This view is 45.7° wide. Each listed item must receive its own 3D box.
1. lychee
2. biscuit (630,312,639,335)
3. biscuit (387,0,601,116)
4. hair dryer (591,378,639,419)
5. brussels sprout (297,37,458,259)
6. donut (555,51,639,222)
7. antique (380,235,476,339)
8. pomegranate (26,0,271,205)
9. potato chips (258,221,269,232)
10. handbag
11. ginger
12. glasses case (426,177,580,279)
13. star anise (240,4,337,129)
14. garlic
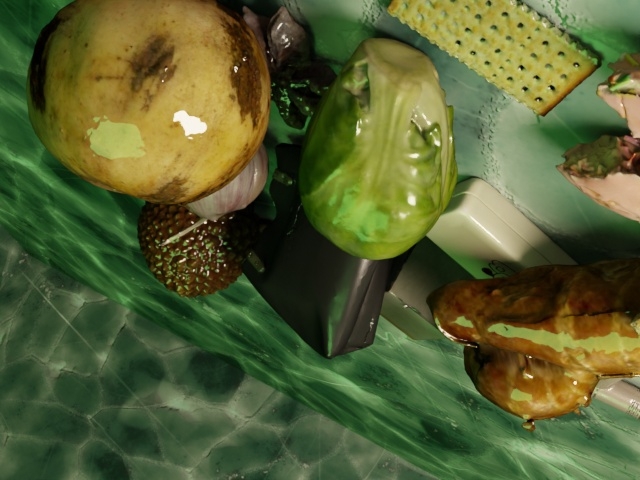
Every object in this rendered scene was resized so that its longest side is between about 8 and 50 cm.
[{"bbox_3d":[-0.244,-0.017,1.579,0.267,0.267,0.267,28,157,13],"label":"lychee"},{"bbox_3d":[0.482,0.059,0.858,0.131,0.026,0.237,39,112,-8],"label":"biscuit"},{"bbox_3d":[0.192,-0.234,0.858,0.231,0.016,0.139,34,158,-2],"label":"biscuit"},{"bbox_3d":[0.496,0.219,1.327,0.195,0.054,0.220,25,155,20],"label":"hair dryer"},{"bbox_3d":[0.078,-0.119,0.989,0.210,0.219,0.271,21,124,14],"label":"brussels sprout"},{"bbox_3d":[0.372,-0.099,0.805,0.199,0.085,0.233,29,157,12],"label":"donut"},{"bbox_3d":[0.170,0.079,1.355,0.152,0.147,0.148,38,159,-14],"label":"antique"},{"bbox_3d":[-0.218,-0.187,0.984,0.322,0.322,0.322,28,157,13],"label":"pomegranate"},{"bbox_3d":[-0.087,0.004,1.652,0.407,0.057,0.080,14,164,37],"label":"potato chips"},{"bbox_3d":[0.000,0.000,1.266,0.288,0.342,0.152,31,-159,34],"label":"handbag"},{"bbox_3d":[0.374,0.140,1.055,0.418,0.176,0.254,-12,117,27],"label":"ginger"},{"bbox_3d":[0.304,0.034,1.182,0.313,0.070,0.131,39,157,-14],"label":"glasses case"},{"bbox_3d":[-0.058,-0.241,1.101,0.212,0.073,0.197,46,152,-23],"label":"star anise"},{"bbox_3d":[-0.224,-0.119,1.354,0.207,0.207,0.256,38,126,-12],"label":"garlic"}]
